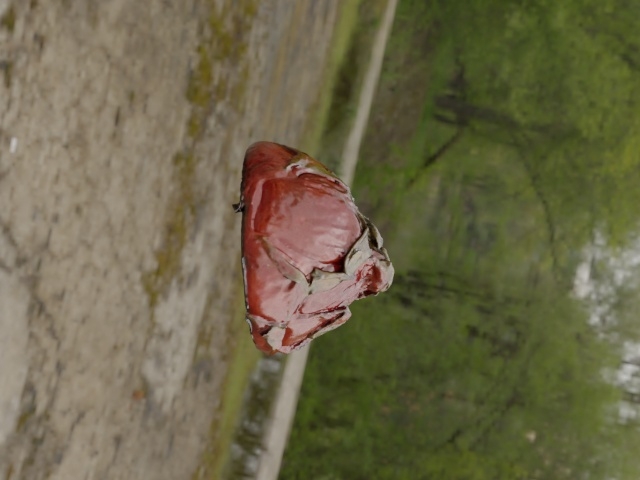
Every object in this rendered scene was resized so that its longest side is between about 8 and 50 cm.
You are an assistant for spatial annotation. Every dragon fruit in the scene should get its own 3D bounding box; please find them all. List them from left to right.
[{"bbox_3d":[0.000,0.003,1.189,0.224,0.148,0.219,-31,117,-84],"label":"dragon fruit"}]
